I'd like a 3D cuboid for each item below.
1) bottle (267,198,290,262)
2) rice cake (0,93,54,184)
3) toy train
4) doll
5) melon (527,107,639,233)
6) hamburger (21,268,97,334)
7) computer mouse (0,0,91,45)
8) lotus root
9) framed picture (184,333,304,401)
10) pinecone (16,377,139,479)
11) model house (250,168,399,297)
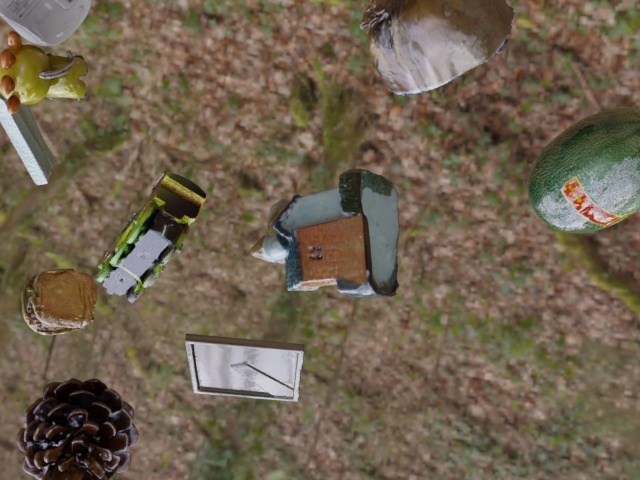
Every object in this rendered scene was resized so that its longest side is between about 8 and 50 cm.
[{"bbox_3d":[-0.098,-0.020,2.569,0.083,0.083,0.270,13,-152,-6],"label":"bottle"},{"bbox_3d":[-0.582,-0.215,1.966,0.042,0.080,0.222,-7,133,10],"label":"rice cake"},{"bbox_3d":[-0.315,0.002,1.825,0.100,0.161,0.296,32,142,-15],"label":"toy train"},{"bbox_3d":[-0.521,-0.298,1.815,0.135,0.143,0.221,7,-174,12],"label":"doll"},{"bbox_3d":[0.453,-0.109,1.662,0.182,0.182,0.287,17,151,-25],"label":"melon"},{"bbox_3d":[-0.299,0.071,1.143,0.083,0.076,0.044,7,162,-35],"label":"hamburger"},{"bbox_3d":[-0.544,-0.484,1.862,0.121,0.184,0.297,43,-177,23],"label":"computer mouse"},{"bbox_3d":[0.175,-0.385,1.694,0.272,0.272,0.192,0,149,46],"label":"lotus root"},{"bbox_3d":[-0.120,0.207,1.599,0.184,0.016,0.250,5,154,0],"label":"framed picture"},{"bbox_3d":[-0.404,0.336,1.666,0.207,0.208,0.208,11,169,2],"label":"pinecone"},{"bbox_3d":[0.000,0.000,2.013,0.291,0.253,0.184,-7,170,20],"label":"model house"}]
